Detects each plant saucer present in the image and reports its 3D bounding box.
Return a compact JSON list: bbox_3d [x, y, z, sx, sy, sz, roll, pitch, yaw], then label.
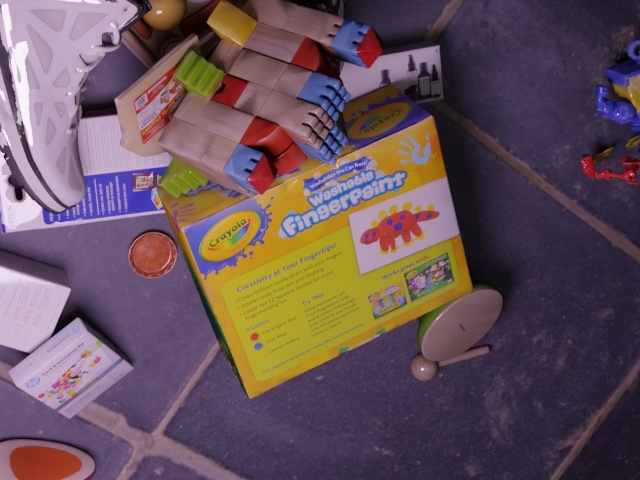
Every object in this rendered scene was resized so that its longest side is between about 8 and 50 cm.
[{"bbox_3d":[-0.288,0.024,1.986,0.084,0.013,0.083,-5,108,-16],"label":"plant saucer"}]

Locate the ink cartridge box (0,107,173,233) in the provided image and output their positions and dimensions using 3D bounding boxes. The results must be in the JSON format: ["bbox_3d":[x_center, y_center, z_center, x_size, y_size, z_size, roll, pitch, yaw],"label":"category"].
[{"bbox_3d":[-0.344,-0.124,1.891,0.371,0.069,0.175,-9,111,-18],"label":"ink cartridge box"}]

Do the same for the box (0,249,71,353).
[{"bbox_3d":[-0.515,0.094,1.892,0.171,0.091,0.130,21,101,-23],"label":"box"}]

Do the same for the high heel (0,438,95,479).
[{"bbox_3d":[-0.584,0.449,2.005,0.377,0.127,0.181,-3,137,-22],"label":"high heel"}]

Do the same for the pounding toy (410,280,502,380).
[{"bbox_3d":[0.233,0.140,2.163,0.183,0.110,0.236,-23,143,-21],"label":"pounding toy"}]

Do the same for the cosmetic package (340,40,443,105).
[{"bbox_3d":[0.089,-0.273,1.985,0.239,0.060,0.098,-12,109,-13],"label":"cosmetic package"}]

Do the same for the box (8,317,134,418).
[{"bbox_3d":[-0.414,0.217,1.942,0.145,0.038,0.186,-38,149,-4],"label":"box"}]

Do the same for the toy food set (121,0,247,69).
[{"bbox_3d":[-0.226,-0.374,1.779,0.220,0.092,0.306,-40,138,3],"label":"toy food set"}]

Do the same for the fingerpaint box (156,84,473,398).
[{"bbox_3d":[0.000,0.000,1.957,0.445,0.163,0.371,-26,125,-11],"label":"fingerpaint box"}]

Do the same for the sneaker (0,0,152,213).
[{"bbox_3d":[-0.351,-0.242,1.667,0.258,0.169,0.447,-14,129,-2],"label":"sneaker"}]

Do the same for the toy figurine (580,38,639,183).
[{"bbox_3d":[0.631,-0.271,2.102,0.363,0.191,0.217,-23,108,-11],"label":"toy figurine"}]

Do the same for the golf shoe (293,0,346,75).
[{"bbox_3d":[0.013,-0.395,1.880,0.120,0.105,0.272,-21,107,-42],"label":"golf shoe"}]

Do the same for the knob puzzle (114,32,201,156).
[{"bbox_3d":[-0.248,-0.211,1.799,0.213,0.030,0.213,-46,156,-27],"label":"knob puzzle"}]

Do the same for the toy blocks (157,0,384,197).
[{"bbox_3d":[-0.061,-0.207,1.747,0.381,0.261,0.191,-59,145,-10],"label":"toy blocks"}]
